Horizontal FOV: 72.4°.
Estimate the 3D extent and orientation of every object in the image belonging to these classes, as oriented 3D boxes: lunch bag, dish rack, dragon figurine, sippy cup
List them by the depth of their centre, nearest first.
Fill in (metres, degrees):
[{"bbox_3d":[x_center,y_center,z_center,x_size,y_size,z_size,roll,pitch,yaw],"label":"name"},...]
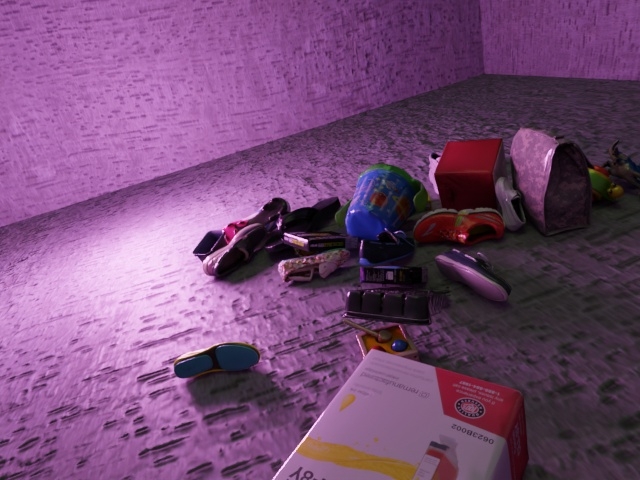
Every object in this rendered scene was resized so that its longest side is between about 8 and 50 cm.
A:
[{"bbox_3d":[0.200,0.149,1.076,0.208,0.074,0.271,2,-1,31],"label":"dish rack"},{"bbox_3d":[0.692,-0.200,1.323,0.168,0.287,0.235,-13,25,4],"label":"lunch bag"},{"bbox_3d":[1.005,-0.230,1.417,0.143,0.085,0.289,28,37,11],"label":"dragon figurine"},{"bbox_3d":[0.198,-0.105,1.495,0.239,0.306,0.224,33,51,2],"label":"sippy cup"}]

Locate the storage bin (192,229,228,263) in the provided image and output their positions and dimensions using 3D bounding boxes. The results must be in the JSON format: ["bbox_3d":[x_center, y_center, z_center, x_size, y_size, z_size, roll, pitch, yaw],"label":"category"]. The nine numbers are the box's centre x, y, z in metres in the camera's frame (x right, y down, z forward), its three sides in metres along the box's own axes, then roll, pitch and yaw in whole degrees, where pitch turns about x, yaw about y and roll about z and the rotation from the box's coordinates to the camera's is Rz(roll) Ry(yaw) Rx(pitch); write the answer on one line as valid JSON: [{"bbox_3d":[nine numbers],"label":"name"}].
[{"bbox_3d":[-0.404,0.038,1.631,0.098,0.091,0.135,-1,41,26],"label":"storage bin"}]

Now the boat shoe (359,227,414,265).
[{"bbox_3d":[0.213,0.011,1.319,0.108,0.089,0.258,-2,9,35],"label":"boat shoe"}]

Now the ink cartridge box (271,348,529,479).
[{"bbox_3d":[0.109,0.372,0.646,0.278,0.161,0.384,7,34,38],"label":"ink cartridge box"}]

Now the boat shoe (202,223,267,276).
[{"bbox_3d":[-0.291,0.041,1.586,0.092,0.103,0.285,19,46,41],"label":"boat shoe"}]

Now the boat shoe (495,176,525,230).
[{"bbox_3d":[0.597,-0.123,1.364,0.066,0.063,0.185,13,64,-20],"label":"boat shoe"}]

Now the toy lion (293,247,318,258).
[{"bbox_3d":[-0.041,0.032,1.546,0.096,0.034,0.100,21,43,40],"label":"toy lion"}]

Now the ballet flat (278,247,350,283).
[{"bbox_3d":[-0.019,0.088,1.387,0.240,0.091,0.077,-13,56,13],"label":"ballet flat"}]

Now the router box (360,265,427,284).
[{"bbox_3d":[0.203,0.093,1.184,0.133,0.046,0.178,0,-2,28],"label":"router box"}]

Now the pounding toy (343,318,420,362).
[{"bbox_3d":[0.134,0.235,0.970,0.129,0.100,0.141,-16,26,-2],"label":"pounding toy"}]

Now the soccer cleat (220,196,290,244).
[{"bbox_3d":[-0.257,-0.049,1.753,0.331,0.116,0.143,-31,-17,1],"label":"soccer cleat"}]

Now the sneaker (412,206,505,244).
[{"bbox_3d":[0.425,-0.034,1.352,0.278,0.108,0.119,-10,36,16],"label":"sneaker"}]

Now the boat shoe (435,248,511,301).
[{"bbox_3d":[0.406,0.082,1.145,0.079,0.095,0.254,-33,21,-11],"label":"boat shoe"}]

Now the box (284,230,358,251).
[{"bbox_3d":[0.000,0.000,1.464,0.190,0.045,0.184,-3,11,-29],"label":"box"}]

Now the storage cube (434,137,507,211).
[{"bbox_3d":[0.529,-0.222,1.525,0.193,0.184,0.215,4,49,33],"label":"storage cube"}]

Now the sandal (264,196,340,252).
[{"bbox_3d":[-0.082,-0.087,1.681,0.167,0.107,0.446,-11,21,37],"label":"sandal"}]

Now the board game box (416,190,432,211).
[{"bbox_3d":[0.327,-0.139,1.669,0.181,0.043,0.092,-9,26,12],"label":"board game box"}]

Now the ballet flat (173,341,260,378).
[{"bbox_3d":[-0.258,0.292,1.105,0.230,0.077,0.077,-13,10,7],"label":"ballet flat"}]

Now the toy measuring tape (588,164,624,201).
[{"bbox_3d":[0.829,-0.202,1.440,0.121,0.122,0.330,-22,28,-14],"label":"toy measuring tape"}]

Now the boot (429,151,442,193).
[{"bbox_3d":[0.488,-0.275,1.760,0.095,0.124,0.258,-14,26,1],"label":"boot"}]
